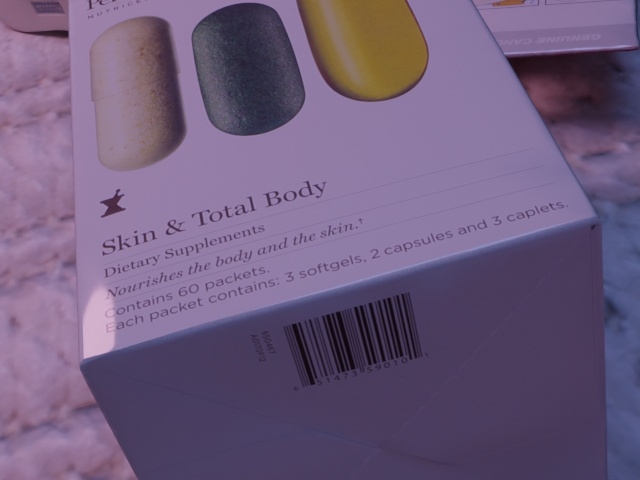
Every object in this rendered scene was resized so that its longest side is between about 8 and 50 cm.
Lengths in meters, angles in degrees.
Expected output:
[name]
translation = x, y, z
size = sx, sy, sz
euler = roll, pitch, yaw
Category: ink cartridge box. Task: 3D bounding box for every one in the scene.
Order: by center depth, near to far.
[ink cartridge box]
translation = 0.083, -0.185, 0.812
size = 0.296, 0.066, 0.261
euler = 0, 45, 15

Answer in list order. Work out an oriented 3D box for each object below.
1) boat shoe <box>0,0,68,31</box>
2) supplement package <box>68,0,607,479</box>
[boat shoe]
translation = -0.193, -0.205, 0.915
size = 0.184, 0.066, 0.063
euler = 5, 47, 33
[supplement package]
translation = 0.000, 0.000, 0.546
size = 0.199, 0.198, 0.262
euler = -15, 43, 0
